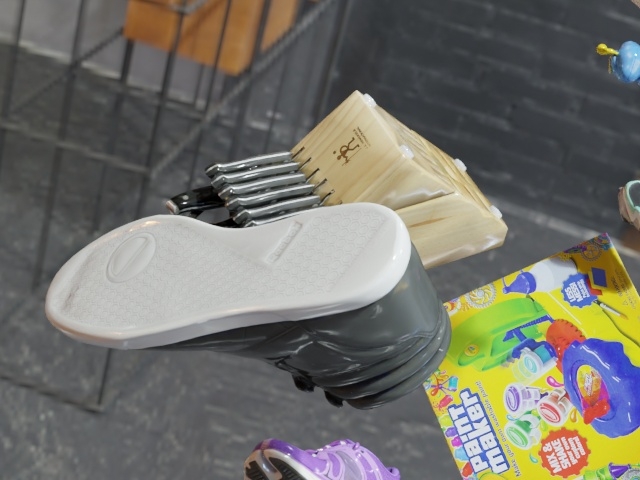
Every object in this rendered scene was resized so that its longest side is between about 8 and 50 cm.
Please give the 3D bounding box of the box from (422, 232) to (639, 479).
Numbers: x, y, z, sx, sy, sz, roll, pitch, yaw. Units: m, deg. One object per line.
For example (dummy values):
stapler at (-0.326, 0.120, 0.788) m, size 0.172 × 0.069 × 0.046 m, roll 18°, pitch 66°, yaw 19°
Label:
box at (0.284, 0.196, 1.778) m, size 0.279 × 0.177 × 0.290 m, roll -25°, pitch 65°, yaw 4°

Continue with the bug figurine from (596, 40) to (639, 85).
bug figurine at (0.376, -0.217, 1.419) m, size 0.216 × 0.072 × 0.279 m, roll 21°, pitch 56°, yaw -6°

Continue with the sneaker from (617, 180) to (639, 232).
sneaker at (0.373, -0.023, 1.695) m, size 0.038 × 0.098 × 0.069 m, roll -26°, pitch 0°, yaw -8°

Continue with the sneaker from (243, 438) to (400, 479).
sneaker at (0.003, 0.185, 1.162) m, size 0.170 × 0.068 × 0.071 m, roll 30°, pitch 51°, yaw -44°

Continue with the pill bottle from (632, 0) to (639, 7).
pill bottle at (0.465, -0.418, 1.610) m, size 0.224 × 0.392 × 0.224 m, roll 2°, pitch 68°, yaw -4°

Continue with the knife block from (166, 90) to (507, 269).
knife block at (0.000, 0.000, 1.269) m, size 0.275 × 0.242 × 0.088 m, roll 28°, pitch 25°, yaw -52°

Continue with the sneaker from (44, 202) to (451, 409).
sneaker at (-0.046, 0.058, 0.997) m, size 0.295 × 0.147 × 0.105 m, roll -6°, pitch 52°, yaw 31°
